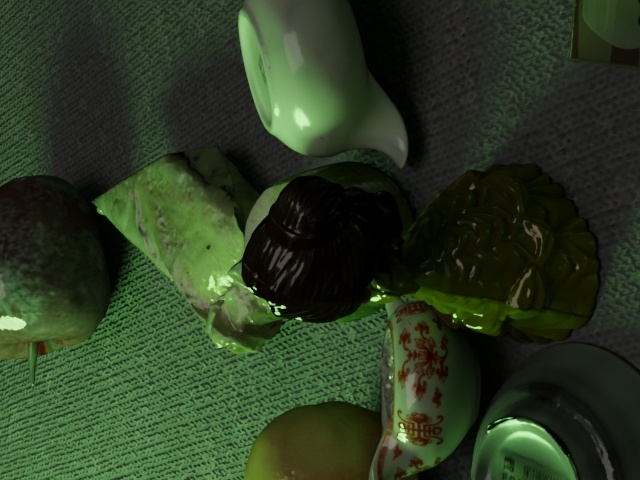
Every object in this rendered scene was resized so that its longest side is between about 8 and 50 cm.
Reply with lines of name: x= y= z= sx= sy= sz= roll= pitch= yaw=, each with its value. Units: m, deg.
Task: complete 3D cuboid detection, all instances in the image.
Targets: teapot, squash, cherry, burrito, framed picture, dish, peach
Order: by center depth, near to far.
framed picture: x=0.274 y=-0.248 z=1.372 sx=0.136 sy=0.010 sz=0.200 roll=17 pitch=106 yaw=50
dish: x=0.208 y=0.225 z=1.439 sx=0.260 sy=0.085 sz=0.260 roll=7 pitch=99 yaw=52
teapot: x=0.096 y=0.128 z=1.547 sx=0.159 sy=0.116 sz=0.245 roll=74 pitch=-169 yaw=-62
peach: x=0.014 y=0.255 z=1.621 sx=0.184 sy=0.184 sz=0.184 roll=7 pitch=98 yaw=52
squash: x=0.000 y=0.000 z=1.624 sx=0.170 sy=0.123 sz=0.170 roll=0 pitch=89 yaw=33
teapot: x=-0.006 y=-0.200 z=1.640 sx=0.204 sy=0.139 sz=0.298 roll=108 pitch=147 yaw=-77
burrito: x=-0.133 y=-0.016 z=1.849 sx=0.348 sy=0.107 sz=0.175 roll=43 pitch=110 yaw=39
cherry: x=-0.381 y=0.053 z=2.086 sx=0.236 sy=0.213 sz=0.285 roll=-9 pitch=77 yaw=44

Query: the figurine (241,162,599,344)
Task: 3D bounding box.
figurine: x=0.069 y=0.019 z=1.410 sx=0.168 sy=0.315 sz=0.187 roll=-47 pitch=57 yaw=43
